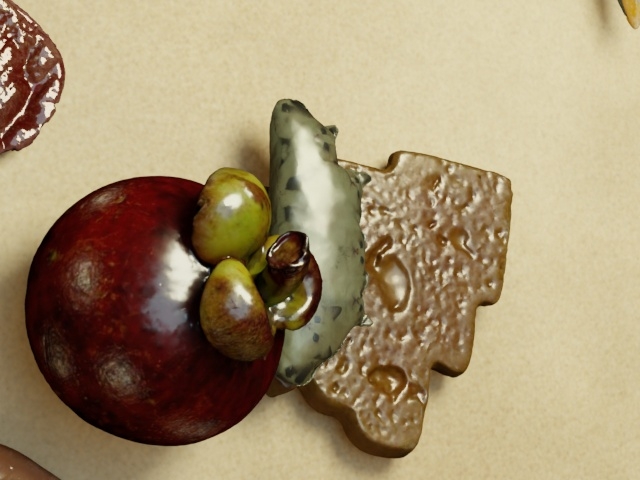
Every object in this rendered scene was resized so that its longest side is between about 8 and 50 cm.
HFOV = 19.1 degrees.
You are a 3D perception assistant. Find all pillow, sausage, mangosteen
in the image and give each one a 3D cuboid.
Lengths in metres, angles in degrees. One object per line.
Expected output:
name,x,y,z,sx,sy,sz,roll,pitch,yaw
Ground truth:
pillow,0.001,0.001,1.591,0.093,0.051,0.241,2,80,-18
sausage,-0.201,0.215,1.517,0.186,0.043,0.043,36,70,-18
mangosteen,-0.103,0.041,1.468,0.215,0.257,0.215,27,48,-35

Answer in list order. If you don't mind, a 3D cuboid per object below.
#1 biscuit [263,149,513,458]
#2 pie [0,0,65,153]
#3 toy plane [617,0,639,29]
biscuit,0.057,0.034,1.663,0.301,0.043,0.278,-32,95,-24
pie,-0.281,-0.134,1.524,0.153,0.038,0.154,2,85,-28
toy plane,0.267,-0.354,1.790,0.204,0.103,0.316,-6,93,-25
